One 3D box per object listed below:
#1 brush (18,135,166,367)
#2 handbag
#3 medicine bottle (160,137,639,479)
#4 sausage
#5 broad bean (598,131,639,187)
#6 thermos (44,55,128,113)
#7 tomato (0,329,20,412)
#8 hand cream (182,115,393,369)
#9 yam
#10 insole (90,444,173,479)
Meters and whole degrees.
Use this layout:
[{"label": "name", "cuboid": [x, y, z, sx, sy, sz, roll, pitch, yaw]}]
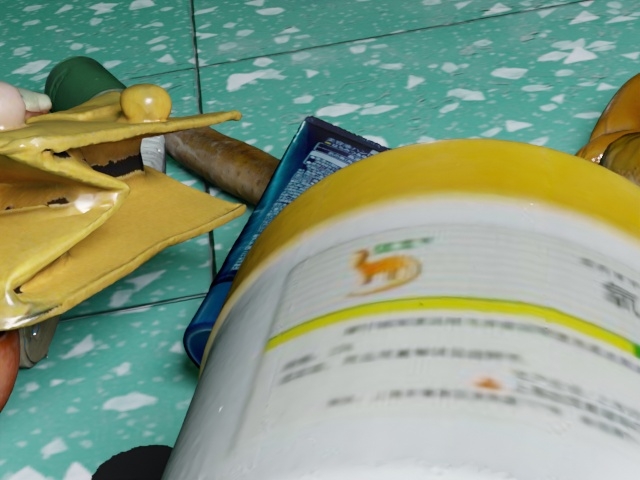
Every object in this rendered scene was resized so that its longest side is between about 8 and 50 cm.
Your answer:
[{"label": "brush", "cuboid": [-0.170, -0.007, 1.018, 0.065, 0.070, 0.327, 5, 30, 4]}, {"label": "handbag", "cuboid": [-0.278, -0.048, 0.879, 0.401, 0.133, 0.283, 4, 11, 22]}, {"label": "medicine bottle", "cuboid": [0.056, 0.112, 0.516, 0.238, 0.237, 0.232, -3, 29, 11]}, {"label": "sausage", "cuboid": [0.247, -0.088, 1.051, 0.062, 0.054, 0.183, -29, 12, 41]}, {"label": "broad bean", "cuboid": [0.292, -0.038, 0.864, 0.229, 0.122, 0.156, 15, 31, 33]}, {"label": "thermos", "cuboid": [-0.206, -0.127, 1.246, 0.083, 0.073, 0.188, -20, 28, -17]}, {"label": "tomato", "cuboid": [-0.286, 0.090, 0.791, 0.199, 0.112, 0.228, -12, 16, -29]}, {"label": "hand cream", "cuboid": [0.000, 0.000, 0.909, 0.120, 0.061, 0.270, 22, 42, 8]}, {"label": "yam", "cuboid": [-0.053, -0.051, 1.080, 0.046, 0.046, 0.264, -24, 32, -27]}, {"label": "insole", "cuboid": [-0.050, 0.160, 0.712, 0.080, 0.003, 0.232, -28, 32, -33]}]
